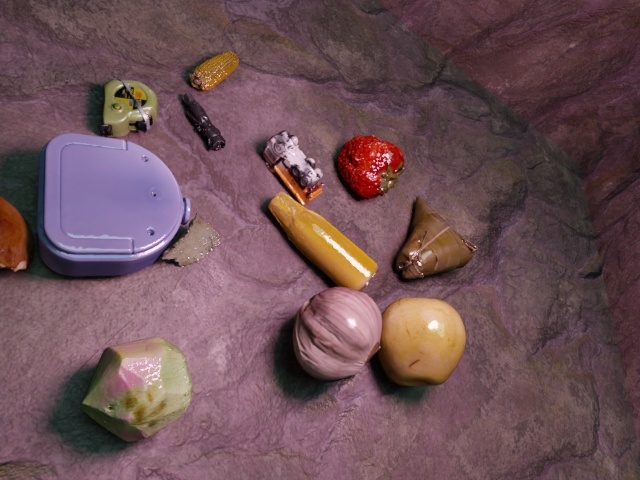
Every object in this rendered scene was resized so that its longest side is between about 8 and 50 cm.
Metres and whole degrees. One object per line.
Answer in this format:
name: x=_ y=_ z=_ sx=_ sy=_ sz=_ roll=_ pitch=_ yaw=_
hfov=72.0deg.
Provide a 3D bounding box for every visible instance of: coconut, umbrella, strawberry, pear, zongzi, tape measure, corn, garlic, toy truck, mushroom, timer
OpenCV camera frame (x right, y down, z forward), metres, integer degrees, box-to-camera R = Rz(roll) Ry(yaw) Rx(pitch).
coconut: x=-0.423 y=0.334 z=1.012 sx=0.236 sy=0.235 sz=0.205 roll=-15 pitch=39 yaw=-40
umbrella: x=-0.416 y=-0.422 z=1.557 sx=0.235 sy=0.059 sz=0.066 roll=57 pitch=27 yaw=9
strawberry: x=0.198 y=-0.313 z=1.807 sx=0.277 sy=0.257 sz=0.257 roll=45 pitch=46 yaw=14
pear: x=0.330 y=0.336 z=1.470 sx=0.309 sy=0.309 sz=0.309 roll=17 pitch=56 yaw=-26
zongzi: x=0.376 y=-0.007 z=1.809 sx=0.447 sy=0.181 sz=0.418 roll=-10 pitch=55 yaw=-35
tape measure: x=-0.605 y=-0.422 z=1.392 sx=0.175 sy=0.106 sz=0.199 roll=-4 pitch=64 yaw=-21
corn: x=-0.399 y=-0.651 z=1.679 sx=0.091 sy=0.091 sz=0.260 roll=41 pitch=47 yaw=-12
garlic: x=0.046 y=0.276 z=1.323 sx=0.259 sy=0.317 sz=0.317 roll=45 pitch=47 yaw=11
toy truck: x=-0.099 y=-0.268 z=1.642 sx=0.270 sy=0.135 sz=0.114 roll=53 pitch=45 yaw=-3
mushroom: x=-0.818 y=-0.008 z=0.970 sx=0.302 sy=0.207 sz=0.233 roll=-15 pitch=32 yaw=-29
timer: x=-0.547 y=-0.087 z=1.187 sx=0.395 sy=0.173 sz=0.394 roll=17 pitch=55 yaw=-25

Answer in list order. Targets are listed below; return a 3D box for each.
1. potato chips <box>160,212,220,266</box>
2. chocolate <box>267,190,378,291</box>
potato chips: x=-0.373 y=0.002 z=1.296 sx=0.059 sy=0.228 sz=0.167 roll=17 pitch=82 yaw=13
chocolate: x=0.000 y=0.000 z=1.549 sx=0.445 sy=0.162 sz=0.162 roll=43 pitch=48 yaw=-1
